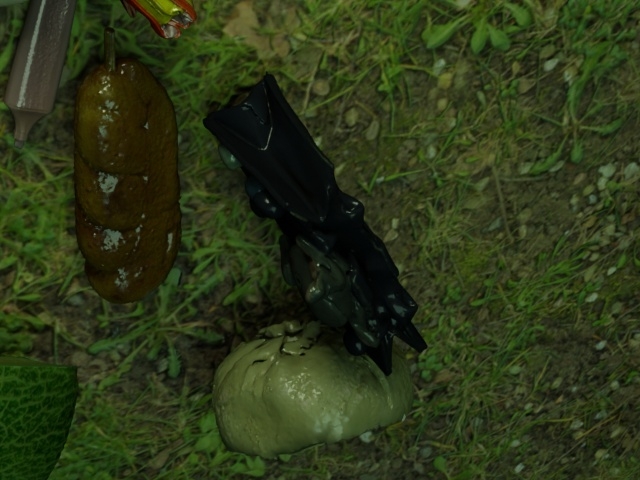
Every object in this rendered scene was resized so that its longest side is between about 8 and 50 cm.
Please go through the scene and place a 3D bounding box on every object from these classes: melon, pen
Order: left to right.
[{"bbox_3d":[-0.481,0.215,1.426,0.344,0.226,0.331,2,141,-50],"label":"melon"},{"bbox_3d":[-0.292,-0.182,1.350,0.053,0.032,0.197,6,118,-32],"label":"pen"}]

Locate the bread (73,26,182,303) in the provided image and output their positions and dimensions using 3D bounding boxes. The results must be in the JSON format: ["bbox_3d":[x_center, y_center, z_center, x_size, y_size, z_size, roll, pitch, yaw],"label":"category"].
[{"bbox_3d":[-0.219,-0.080,1.428,0.124,0.084,0.344,-30,135,-36],"label":"bread"}]

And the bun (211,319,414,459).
[{"bbox_3d":[-0.015,0.172,1.639,0.259,0.259,0.152,-17,94,-16],"label":"bun"}]

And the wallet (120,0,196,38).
[{"bbox_3d":[-0.216,-0.295,1.235,0.067,0.141,0.241,-38,131,9],"label":"wallet"}]

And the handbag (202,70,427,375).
[{"bbox_3d":[0.000,0.000,1.475,0.118,0.269,0.325,-34,133,-2],"label":"handbag"}]

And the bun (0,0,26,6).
[{"bbox_3d":[-0.315,-0.290,1.221,0.138,0.094,0.138,1,153,1],"label":"bun"}]
